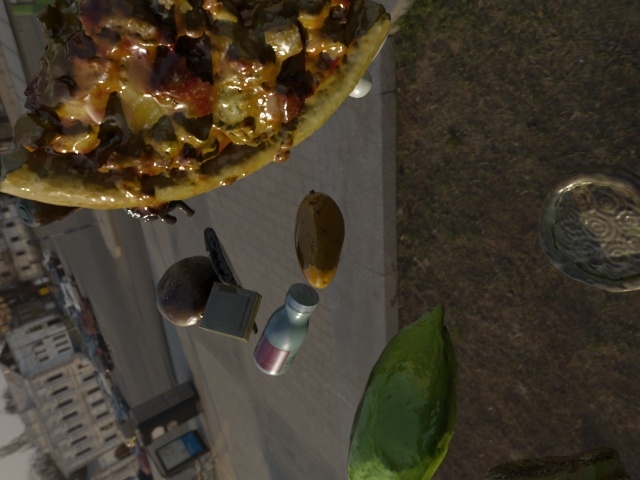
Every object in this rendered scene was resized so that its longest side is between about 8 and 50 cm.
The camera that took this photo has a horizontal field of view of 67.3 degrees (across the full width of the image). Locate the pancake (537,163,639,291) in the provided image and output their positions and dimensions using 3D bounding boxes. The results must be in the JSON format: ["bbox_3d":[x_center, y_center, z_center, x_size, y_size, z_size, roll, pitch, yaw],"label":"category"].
[{"bbox_3d":[0.505,-0.018,0.863,0.250,0.031,0.250,40,142,40],"label":"pancake"}]

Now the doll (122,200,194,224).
[{"bbox_3d":[-0.249,-0.087,0.650,0.057,0.165,0.139,-13,92,22],"label":"doll"}]

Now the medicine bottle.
[{"bbox_3d":[-0.073,0.191,1.034,0.090,0.090,0.217,47,127,31],"label":"medicine bottle"}]

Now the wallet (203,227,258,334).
[{"bbox_3d":[-0.228,0.115,1.240,0.321,0.044,0.171,82,163,-57],"label":"wallet"}]

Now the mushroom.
[{"bbox_3d":[-0.373,0.128,1.330,0.231,0.138,0.194,21,88,52],"label":"mushroom"}]

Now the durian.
[{"bbox_3d":[0.094,0.187,0.543,0.139,0.101,0.251,58,-131,-83],"label":"durian"}]

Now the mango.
[{"bbox_3d":[0.000,0.000,1.107,0.109,0.147,0.228,-9,71,19],"label":"mango"}]

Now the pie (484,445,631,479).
[{"bbox_3d":[0.537,0.541,1.090,0.288,0.354,0.103,-28,59,31],"label":"pie"}]

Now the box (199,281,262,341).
[{"bbox_3d":[-0.145,0.113,0.783,0.079,0.083,0.035,13,161,13],"label":"box"}]

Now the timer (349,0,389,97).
[{"bbox_3d":[0.066,-0.436,1.123,0.240,0.234,0.233,37,159,-26],"label":"timer"}]

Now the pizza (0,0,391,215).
[{"bbox_3d":[-0.098,-0.140,0.360,0.086,0.335,0.226,53,164,48],"label":"pizza"}]

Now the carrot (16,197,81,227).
[{"bbox_3d":[-0.551,-0.094,1.037,0.087,0.193,0.087,13,122,22],"label":"carrot"}]
